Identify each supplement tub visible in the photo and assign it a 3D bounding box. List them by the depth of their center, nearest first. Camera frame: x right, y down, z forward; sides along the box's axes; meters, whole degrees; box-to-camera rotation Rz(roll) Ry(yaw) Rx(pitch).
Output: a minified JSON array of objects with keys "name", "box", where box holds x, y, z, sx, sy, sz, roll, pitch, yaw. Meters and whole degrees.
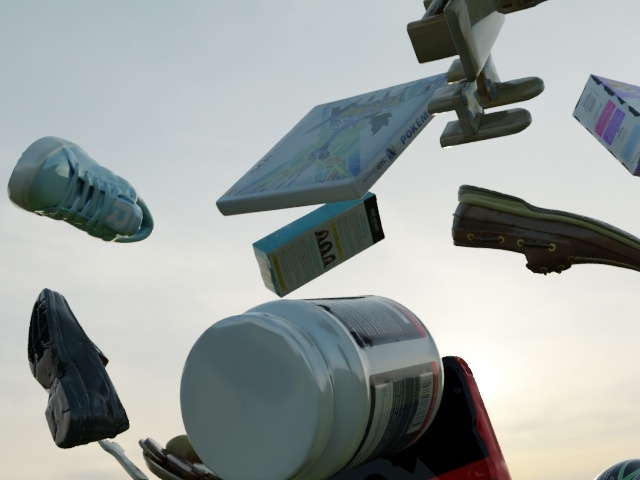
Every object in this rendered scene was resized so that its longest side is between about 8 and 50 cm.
[{"name":"supplement tub","box":[-0.001,0.156,0.979,0.191,0.191,0.272,-23,-13,29]}]

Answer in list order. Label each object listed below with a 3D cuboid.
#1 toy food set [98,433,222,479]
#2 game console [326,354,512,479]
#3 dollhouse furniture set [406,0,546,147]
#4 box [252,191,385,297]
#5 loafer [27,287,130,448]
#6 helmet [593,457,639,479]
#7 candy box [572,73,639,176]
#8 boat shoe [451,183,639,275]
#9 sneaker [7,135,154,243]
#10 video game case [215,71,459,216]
[{"name":"toy food set","box":[-0.142,0.251,1.023,0.192,0.039,0.132,25,-3,-36]},{"name":"game console","box":[0.075,0.375,1.200,0.386,0.342,0.060,-27,-30,21]},{"name":"dollhouse furniture set","box":[0.188,-0.248,0.905,0.161,0.242,0.212,-8,-59,30]},{"name":"box","box":[0.000,0.000,1.663,0.244,0.060,0.101,-29,-58,-23]},{"name":"loafer","box":[-0.225,0.115,0.832,0.061,0.170,0.062,6,-46,-38]},{"name":"helmet","box":[0.452,0.396,1.291,0.169,0.169,0.161,-28,-27,37]},{"name":"candy box","box":[0.461,-0.145,1.231,0.164,0.196,0.070,10,-62,-16]},{"name":"boat shoe","box":[0.198,0.001,0.783,0.178,0.060,0.064,17,6,16]},{"name":"sneaker","box":[-0.367,-0.072,1.485,0.150,0.135,0.366,22,-1,12]},{"name":"video game case","box":[0.024,-0.151,1.443,0.329,0.300,0.036,-5,-55,48]}]
